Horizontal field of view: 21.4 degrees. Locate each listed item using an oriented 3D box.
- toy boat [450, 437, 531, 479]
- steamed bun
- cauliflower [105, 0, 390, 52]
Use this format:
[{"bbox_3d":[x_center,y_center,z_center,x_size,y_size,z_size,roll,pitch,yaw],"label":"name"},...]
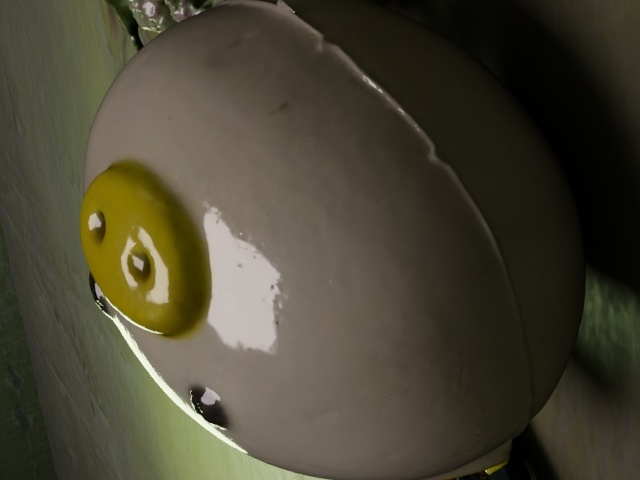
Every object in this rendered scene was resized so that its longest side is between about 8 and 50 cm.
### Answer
[{"bbox_3d":[0.117,0.180,1.361,0.093,0.103,0.246,52,-164,-67],"label":"toy boat"},{"bbox_3d":[0.006,-0.003,1.157,0.374,0.334,0.334,43,147,42],"label":"steamed bun"},{"bbox_3d":[-0.057,-0.272,1.295,0.315,0.256,0.239,-65,33,21],"label":"cauliflower"}]
